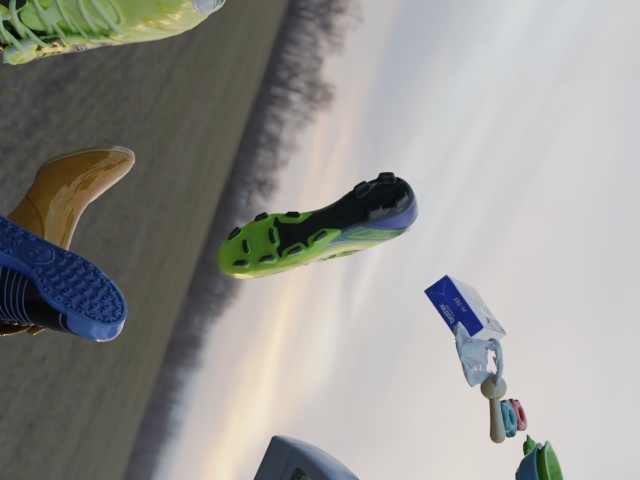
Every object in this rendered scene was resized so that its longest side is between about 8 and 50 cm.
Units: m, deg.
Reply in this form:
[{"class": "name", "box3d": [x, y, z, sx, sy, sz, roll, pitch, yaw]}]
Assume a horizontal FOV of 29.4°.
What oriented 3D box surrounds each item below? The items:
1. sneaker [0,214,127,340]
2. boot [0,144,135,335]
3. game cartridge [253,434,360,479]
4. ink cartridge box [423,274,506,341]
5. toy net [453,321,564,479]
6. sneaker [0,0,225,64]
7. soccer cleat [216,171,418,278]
[{"class": "sneaker", "box3d": [-0.301, 0.055, 1.290, 0.081, 0.232, 0.090, -31, 145, -49]}, {"class": "boot", "box3d": [-0.367, 0.010, 1.673, 0.104, 0.295, 0.211, 46, 23, -60]}, {"class": "game cartridge", "box3d": [-0.005, 0.349, 1.345, 0.294, 0.060, 0.196, 40, -73, 53]}, {"class": "ink cartridge box", "box3d": [0.222, 0.111, 1.848, 0.046, 0.097, 0.207, -37, 163, 10]}, {"class": "toy net", "box3d": [0.208, 0.176, 1.320, 0.232, 0.045, 0.122, 64, 24, -19]}, {"class": "sneaker", "box3d": [-0.240, -0.223, 1.156, 0.385, 0.145, 0.147, 6, -130, 45]}, {"class": "soccer cleat", "box3d": [0.001, 0.001, 1.681, 0.121, 0.289, 0.093, 79, -12, -55]}]
